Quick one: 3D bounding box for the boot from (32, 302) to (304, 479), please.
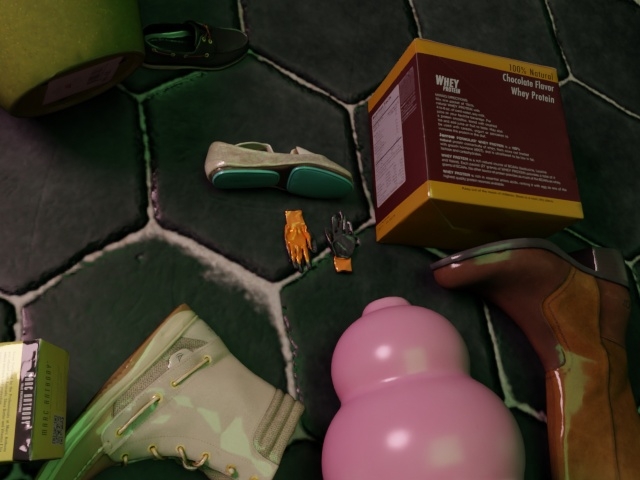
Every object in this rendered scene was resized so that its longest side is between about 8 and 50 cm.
[{"bbox_3d":[-0.125,0.181,0.539,0.165,0.077,0.213,41,61,-5],"label":"boot"}]

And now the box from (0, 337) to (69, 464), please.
[{"bbox_3d":[-0.309,0.126,0.456,0.232,0.058,0.087,-5,70,-2],"label":"box"}]

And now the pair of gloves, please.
[{"bbox_3d":[0.000,0.000,0.694,0.083,0.010,0.074,3,69,-21],"label":"pair of gloves"}]

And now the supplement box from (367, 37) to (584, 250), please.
[{"bbox_3d":[0.171,-0.100,0.732,0.191,0.129,0.194,6,68,-19],"label":"supplement box"}]

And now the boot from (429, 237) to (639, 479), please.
[{"bbox_3d":[0.249,0.146,0.709,0.264,0.096,0.281,7,74,-27],"label":"boot"}]

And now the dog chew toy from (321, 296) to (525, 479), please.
[{"bbox_3d":[0.094,0.208,0.548,0.206,0.207,0.332,0,62,-21],"label":"dog chew toy"}]

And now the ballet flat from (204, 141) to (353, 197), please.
[{"bbox_3d":[-0.041,-0.083,0.687,0.168,0.057,0.052,4,58,-20],"label":"ballet flat"}]

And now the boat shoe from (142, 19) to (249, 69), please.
[{"bbox_3d":[-0.140,-0.222,0.712,0.133,0.042,0.049,-12,72,-26],"label":"boat shoe"}]

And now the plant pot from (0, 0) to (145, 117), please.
[{"bbox_3d":[-0.288,-0.274,0.570,0.274,0.274,0.294,-31,98,-28],"label":"plant pot"}]
